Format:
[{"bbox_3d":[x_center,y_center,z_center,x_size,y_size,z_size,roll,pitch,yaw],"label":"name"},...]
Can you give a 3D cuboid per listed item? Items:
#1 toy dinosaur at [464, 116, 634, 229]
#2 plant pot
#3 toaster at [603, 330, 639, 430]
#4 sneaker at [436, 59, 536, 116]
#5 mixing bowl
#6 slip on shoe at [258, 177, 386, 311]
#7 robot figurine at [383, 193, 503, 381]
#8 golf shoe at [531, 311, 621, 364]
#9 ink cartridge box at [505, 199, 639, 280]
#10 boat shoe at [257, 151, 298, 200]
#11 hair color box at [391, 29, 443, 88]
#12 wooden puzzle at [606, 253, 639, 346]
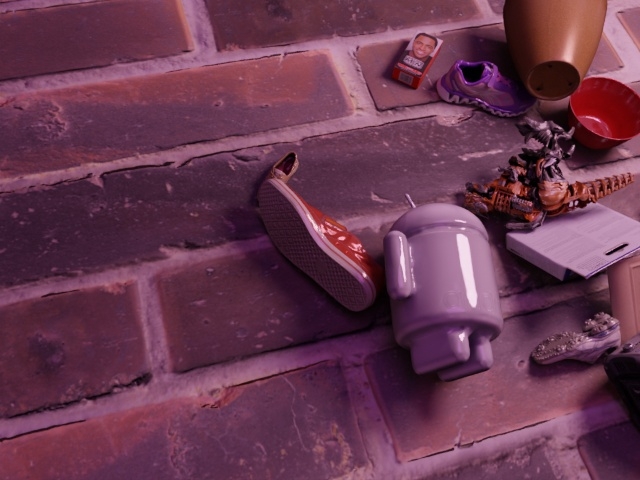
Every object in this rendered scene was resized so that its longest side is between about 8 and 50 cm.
[{"bbox_3d":[0.473,-0.120,1.468,0.322,0.164,0.218,7,66,-2],"label":"toy dinosaur"},{"bbox_3d":[0.534,-0.450,1.585,0.237,0.237,0.254,14,55,0],"label":"plant pot"},{"bbox_3d":[0.644,0.264,1.282,0.146,0.129,0.227,-34,95,-25],"label":"toaster"},{"bbox_3d":[0.396,-0.363,1.614,0.237,0.104,0.095,11,60,-2],"label":"sneaker"},{"bbox_3d":[0.645,-0.277,1.602,0.182,0.098,0.181,3,61,-5],"label":"mixing bowl"},{"bbox_3d":[0.000,0.000,1.376,0.331,0.123,0.101,44,43,16],"label":"slip on shoe"},{"bbox_3d":[0.227,0.078,1.302,0.300,0.200,0.353,23,52,-42],"label":"robot figurine"},{"bbox_3d":[0.502,0.213,1.342,0.176,0.069,0.086,-24,107,4],"label":"golf shoe"},{"bbox_3d":[0.534,0.002,1.406,0.223,0.045,0.224,-24,32,-18],"label":"ink cartridge box"},{"bbox_3d":[-0.091,-0.136,1.465,0.050,0.045,0.135,26,62,7],"label":"boat shoe"},{"bbox_3d":[0.233,-0.436,1.667,0.072,0.043,0.141,26,61,8],"label":"hair color box"},{"bbox_3d":[0.687,0.123,1.380,0.239,0.044,0.220,-11,97,-11],"label":"wooden puzzle"}]
